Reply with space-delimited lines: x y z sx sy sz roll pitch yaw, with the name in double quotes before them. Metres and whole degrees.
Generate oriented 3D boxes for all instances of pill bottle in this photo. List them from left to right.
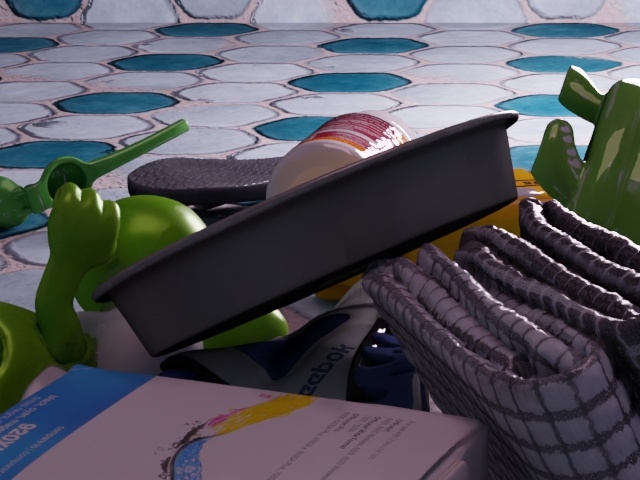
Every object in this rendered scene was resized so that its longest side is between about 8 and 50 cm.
"pill bottle" 0.030 -0.062 1.895 0.121 0.121 0.221 3 16 15

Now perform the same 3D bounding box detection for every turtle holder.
"turtle holder" 0.250 0.018 1.365 0.227 0.243 0.320 18 8 6

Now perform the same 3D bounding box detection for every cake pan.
"cake pan" 0.000 0.000 1.200 0.293 0.054 0.293 -24 -3 -1

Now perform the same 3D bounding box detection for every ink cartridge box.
"ink cartridge box" -0.052 0.176 0.914 0.233 0.171 0.168 5 17 22

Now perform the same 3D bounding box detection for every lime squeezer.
"lime squeezer" -0.287 -0.056 1.985 0.310 0.058 0.110 -16 6 11

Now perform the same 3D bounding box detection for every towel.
"towel" 0.157 0.108 1.009 0.121 0.235 0.284 -33 17 -6

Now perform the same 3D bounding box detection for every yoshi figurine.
"yoshi figurine" -0.205 0.058 1.343 0.362 0.203 0.203 -6 9 -29

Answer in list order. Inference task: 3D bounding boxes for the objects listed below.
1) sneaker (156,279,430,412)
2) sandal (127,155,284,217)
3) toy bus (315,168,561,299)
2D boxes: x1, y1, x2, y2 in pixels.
"sneaker" -0.018 0.098 1.271 0.182 0.127 0.315 -3 11 3
"sandal" -0.083 -0.050 2.014 0.255 0.054 0.097 -3 22 -30
"toy bus" 0.160 -0.001 1.686 0.333 0.108 0.130 -3 17 -10
